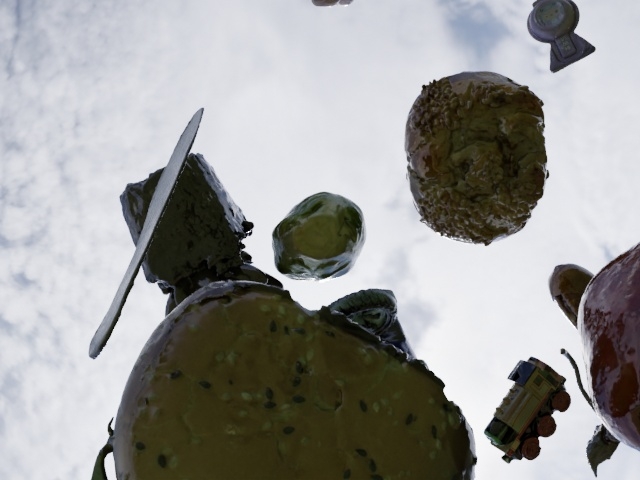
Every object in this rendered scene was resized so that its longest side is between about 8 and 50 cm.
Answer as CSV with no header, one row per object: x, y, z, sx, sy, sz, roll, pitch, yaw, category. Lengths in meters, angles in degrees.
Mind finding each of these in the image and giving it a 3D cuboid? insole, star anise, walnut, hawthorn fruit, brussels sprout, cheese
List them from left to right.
-0.194,-0.022,1.000,0.009,0.119,0.349,27,-123,-17,insole
0.000,-0.005,1.432,0.161,0.180,0.144,-10,-95,-14,brussels sprout
0.471,-0.420,1.735,0.042,0.105,0.191,39,-151,-52,cheese
0.528,0.337,1.766,0.148,0.218,0.227,-41,-104,-21,star anise
0.569,0.135,1.863,0.116,0.116,0.207,-42,-93,-20,walnut
0.339,0.109,0.788,0.224,0.224,0.261,61,-144,-14,hawthorn fruit

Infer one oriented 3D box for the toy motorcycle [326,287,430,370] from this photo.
0.034,0.146,1.035,0.168,0.315,0.113,-25,-122,4,toy motorcycle

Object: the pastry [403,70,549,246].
0.267,-0.142,1.515,0.255,0.162,0.311,-7,-86,16,pastry

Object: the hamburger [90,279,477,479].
-0.040,0.216,0.773,0.318,0.195,0.277,28,-120,-5,hamburger

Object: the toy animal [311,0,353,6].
0.065,-0.493,1.614,0.124,0.212,0.124,7,-127,-9,toy animal

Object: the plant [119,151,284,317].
-0.183,0.033,1.370,0.181,0.194,0.321,-28,-86,12,plant

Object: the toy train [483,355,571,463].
0.268,0.224,1.150,0.087,0.050,0.138,39,-98,-21,toy train
